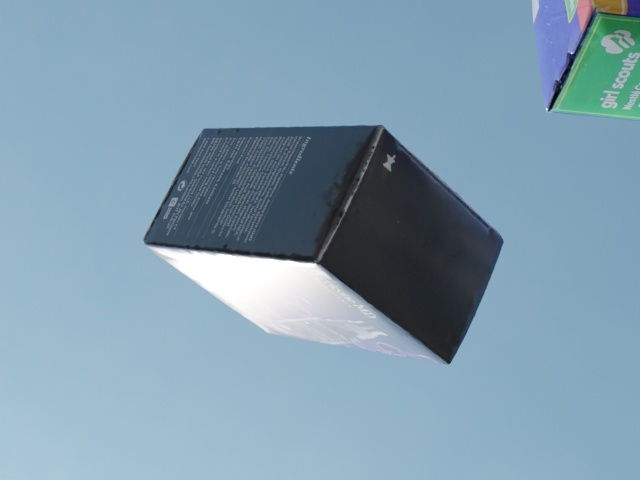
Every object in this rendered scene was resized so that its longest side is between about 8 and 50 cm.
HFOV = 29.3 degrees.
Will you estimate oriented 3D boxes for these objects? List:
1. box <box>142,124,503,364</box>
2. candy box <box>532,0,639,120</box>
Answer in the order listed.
[{"bbox_3d":[0.000,0.000,0.896,0.207,0.153,0.108,5,-117,50],"label":"box"},{"bbox_3d":[0.312,-0.208,0.860,0.317,0.122,0.268,3,-123,-4],"label":"candy box"}]
